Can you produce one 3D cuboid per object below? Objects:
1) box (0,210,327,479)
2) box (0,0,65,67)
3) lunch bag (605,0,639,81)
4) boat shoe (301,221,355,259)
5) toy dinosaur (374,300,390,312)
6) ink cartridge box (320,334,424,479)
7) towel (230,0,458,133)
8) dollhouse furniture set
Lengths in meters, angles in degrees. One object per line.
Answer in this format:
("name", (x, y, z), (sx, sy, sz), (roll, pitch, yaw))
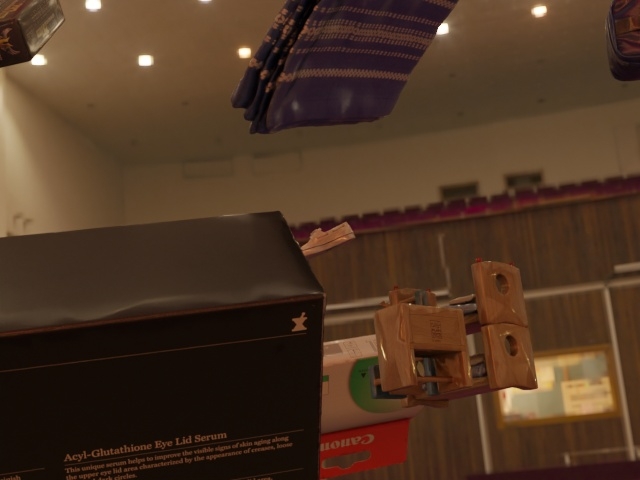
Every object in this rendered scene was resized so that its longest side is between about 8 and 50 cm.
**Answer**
("box", (-0.136, 0.096, 0.527), (0.261, 0.184, 0.103), (-6, 31, -14))
("box", (-0.440, -0.263, 1.314), (0.183, 0.059, 0.232), (-13, 25, 2))
("lunch bag", (0.310, -0.188, 0.932), (0.098, 0.067, 0.065), (-7, -13, 10))
("boat shoe", (0.000, 0.000, 1.495), (0.100, 0.035, 0.035), (-23, -11, -11))
("toy dinosaur", (0.143, 0.147, 1.688), (0.183, 0.053, 0.093), (33, 2, -42))
("ink cartridge box", (0.042, 0.226, 1.305), (0.181, 0.224, 0.056), (-8, 29, -16))
("towel", (0.083, -0.218, 0.753), (0.336, 0.040, 0.243), (-55, -19, 23))
("dollhouse furniture set", (0.098, 0.090, 1.009), (0.184, 0.128, 0.129), (8, -21, -41))
